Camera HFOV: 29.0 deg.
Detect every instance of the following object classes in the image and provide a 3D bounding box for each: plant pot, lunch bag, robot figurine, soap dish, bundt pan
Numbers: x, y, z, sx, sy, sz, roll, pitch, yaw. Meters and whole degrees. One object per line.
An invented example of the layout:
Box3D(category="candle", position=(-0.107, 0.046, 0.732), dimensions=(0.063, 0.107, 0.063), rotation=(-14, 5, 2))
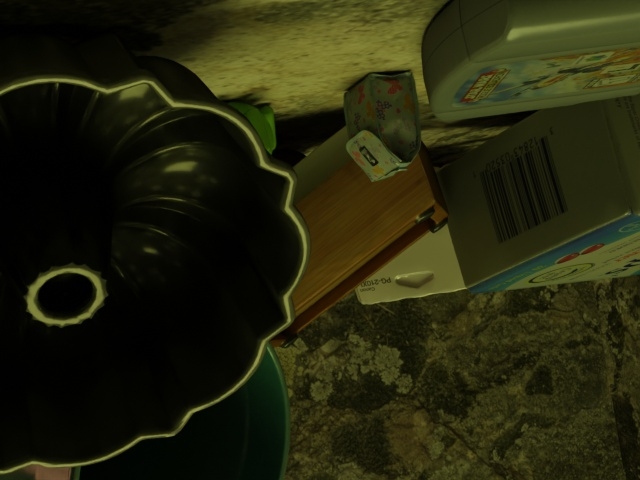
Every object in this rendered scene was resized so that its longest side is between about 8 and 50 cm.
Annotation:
Box3D(category="plant pot", position=(-0.210, 0.179, 1.140), dimensions=(0.255, 0.272, 0.271), rotation=(6, -175, 37))
Box3D(category="lunch bag", position=(0.052, -0.097, 1.066), dimensions=(0.053, 0.083, 0.071), rotation=(-7, 176, -19))
Box3D(category="robot figurine", position=(-0.083, -0.083, 1.092), dimensions=(0.101, 0.067, 0.115), rotation=(-19, 180, -22))
Box3D(category="soap dish", position=(0.000, 0.000, 1.269), dimensions=(0.291, 0.118, 0.229), rotation=(-38, 172, 6))
Box3D(category="bundt pan", position=(-0.179, -0.001, 0.829), dimensions=(0.330, 0.331, 0.124), rotation=(-12, -139, -14))

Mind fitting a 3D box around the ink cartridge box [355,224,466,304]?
Box3D(category="ink cartridge box", position=(0.151, -0.016, 1.618), dimensions=(0.172, 0.100, 0.237), rotation=(-11, -163, 26))

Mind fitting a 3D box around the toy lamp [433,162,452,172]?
Box3D(category="toy lamp", position=(0.119, -0.071, 1.511), dimensions=(0.274, 0.080, 0.080), rotation=(-8, 175, 11))

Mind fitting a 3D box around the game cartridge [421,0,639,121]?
Box3D(category="game cartridge", position=(0.177, -0.145, 0.915), dimensions=(0.198, 0.062, 0.297), rotation=(-12, 175, -4))

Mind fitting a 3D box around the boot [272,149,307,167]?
Box3D(category="boot", position=(-0.101, -0.059, 1.354), dimensions=(0.197, 0.073, 0.152), rotation=(-4, -179, 6))

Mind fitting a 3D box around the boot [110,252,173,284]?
Box3D(category="boot", position=(-0.243, 0.008, 1.190), dimensions=(0.367, 0.146, 0.445), rotation=(3, 168, 10))

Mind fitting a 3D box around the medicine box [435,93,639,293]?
Box3D(category="medicine box", position=(0.323, -0.059, 1.328), dimensions=(0.289, 0.149, 0.263), rotation=(-4, 163, -34))
